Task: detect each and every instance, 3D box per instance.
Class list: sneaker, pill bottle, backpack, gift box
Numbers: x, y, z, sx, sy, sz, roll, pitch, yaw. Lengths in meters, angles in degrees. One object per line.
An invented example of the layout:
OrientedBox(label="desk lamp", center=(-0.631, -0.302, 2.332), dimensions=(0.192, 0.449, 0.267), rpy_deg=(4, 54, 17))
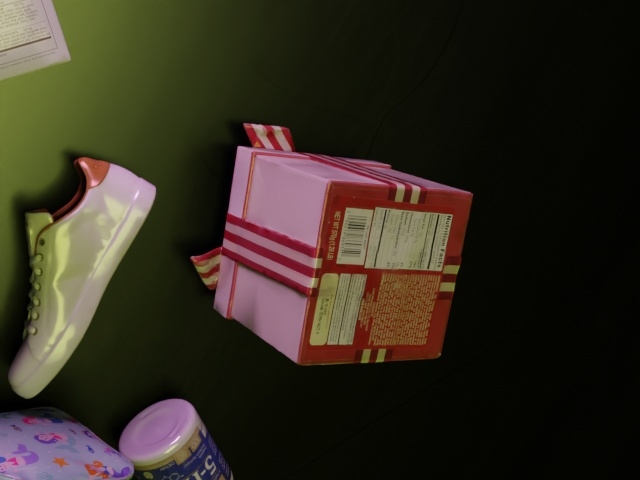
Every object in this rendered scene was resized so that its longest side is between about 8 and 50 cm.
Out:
OrientedBox(label="sneaker", center=(-0.314, 0.036, 0.992), dimensions=(0.123, 0.106, 0.290), rpy_deg=(30, 79, -26))
OrientedBox(label="pill bottle", center=(-0.182, 0.317, 1.142), dimensions=(0.112, 0.112, 0.187), rpy_deg=(-35, 120, -19))
OrientedBox(label="backpack", center=(-0.345, 0.306, 0.941), dimensions=(0.253, 0.225, 0.191), rpy_deg=(-5, 112, -50))
OrientedBox(label="gift box", center=(0.000, 0.000, 1.074), dimensions=(0.276, 0.258, 0.255), rpy_deg=(9, 99, -33))

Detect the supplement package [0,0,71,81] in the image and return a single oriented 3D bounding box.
OrientedBox(label="supplement package", center=(-0.389, -0.272, 0.781), dimensions=(0.198, 0.199, 0.263), rpy_deg=(-25, 116, -25))
